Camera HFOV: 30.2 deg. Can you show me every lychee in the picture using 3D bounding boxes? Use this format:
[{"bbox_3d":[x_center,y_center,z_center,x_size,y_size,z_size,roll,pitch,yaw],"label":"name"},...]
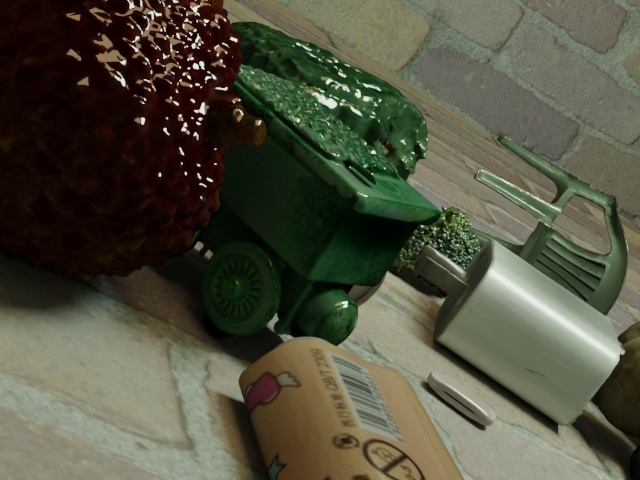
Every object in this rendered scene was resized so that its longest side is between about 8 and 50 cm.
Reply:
[{"bbox_3d":[-0.187,-0.107,0.937,0.304,0.276,0.276,11,11,13],"label":"lychee"}]

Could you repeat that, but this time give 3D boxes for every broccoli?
[{"bbox_3d":[0.125,-0.006,1.621,0.204,0.122,0.118,30,-7,45],"label":"broccoli"}]

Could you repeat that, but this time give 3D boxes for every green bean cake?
[{"bbox_3d":[0.010,-0.157,1.624,0.307,0.169,0.300,19,18,-31],"label":"green bean cake"}]

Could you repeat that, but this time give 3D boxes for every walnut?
[{"bbox_3d":[0.407,0.167,1.443,0.140,0.162,0.140,10,43,-10],"label":"walnut"}]

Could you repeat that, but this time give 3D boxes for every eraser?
[{"bbox_3d":[0.046,0.189,0.866,0.171,0.087,0.290,24,18,-25],"label":"eraser"}]

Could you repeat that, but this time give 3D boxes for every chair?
[{"bbox_3d":[0.337,0.000,1.838,0.274,0.203,0.190,28,26,7],"label":"chair"}]

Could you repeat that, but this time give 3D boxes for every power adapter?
[{"bbox_3d":[0.224,0.092,1.450,0.255,0.124,0.187,33,14,-1],"label":"power adapter"}]

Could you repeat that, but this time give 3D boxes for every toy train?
[{"bbox_3d":[-0.047,-0.025,1.090,0.266,0.202,0.145,43,20,32],"label":"toy train"}]

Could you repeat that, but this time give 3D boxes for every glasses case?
[{"bbox_3d":[0.149,0.167,1.256,0.083,0.021,0.032,36,13,3],"label":"glasses case"}]

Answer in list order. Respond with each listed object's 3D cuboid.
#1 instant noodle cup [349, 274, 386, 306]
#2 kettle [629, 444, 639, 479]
[{"bbox_3d":[0.000,0.000,1.240,0.151,0.151,0.122,22,29,-38],"label":"instant noodle cup"},{"bbox_3d":[0.465,0.298,1.351,0.202,0.144,0.232,3,10,-5],"label":"kettle"}]
